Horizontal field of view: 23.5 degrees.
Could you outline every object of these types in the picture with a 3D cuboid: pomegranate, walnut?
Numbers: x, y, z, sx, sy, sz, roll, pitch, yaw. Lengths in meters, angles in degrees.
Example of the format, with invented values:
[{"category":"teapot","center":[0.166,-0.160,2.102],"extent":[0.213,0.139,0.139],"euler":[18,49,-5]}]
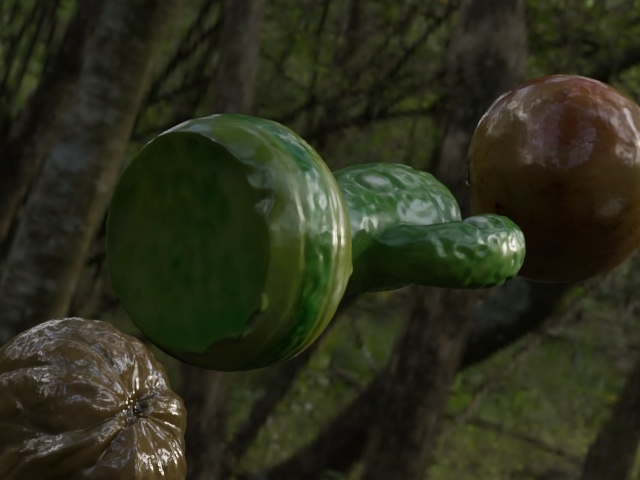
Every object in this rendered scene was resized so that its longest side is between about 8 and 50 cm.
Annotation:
[{"category":"pomegranate","center":[0.309,-0.075,1.839],"extent":[0.270,0.229,0.252],"euler":[-5,-39,6]},{"category":"walnut","center":[-0.295,0.242,1.854],"extent":[0.285,0.296,0.285],"euler":[-24,-7,-3]}]

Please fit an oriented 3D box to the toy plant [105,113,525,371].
[{"category":"toy plant","center":[0.000,0.000,1.184],"extent":[0.224,0.184,0.316],"euler":[10,7,41]}]
